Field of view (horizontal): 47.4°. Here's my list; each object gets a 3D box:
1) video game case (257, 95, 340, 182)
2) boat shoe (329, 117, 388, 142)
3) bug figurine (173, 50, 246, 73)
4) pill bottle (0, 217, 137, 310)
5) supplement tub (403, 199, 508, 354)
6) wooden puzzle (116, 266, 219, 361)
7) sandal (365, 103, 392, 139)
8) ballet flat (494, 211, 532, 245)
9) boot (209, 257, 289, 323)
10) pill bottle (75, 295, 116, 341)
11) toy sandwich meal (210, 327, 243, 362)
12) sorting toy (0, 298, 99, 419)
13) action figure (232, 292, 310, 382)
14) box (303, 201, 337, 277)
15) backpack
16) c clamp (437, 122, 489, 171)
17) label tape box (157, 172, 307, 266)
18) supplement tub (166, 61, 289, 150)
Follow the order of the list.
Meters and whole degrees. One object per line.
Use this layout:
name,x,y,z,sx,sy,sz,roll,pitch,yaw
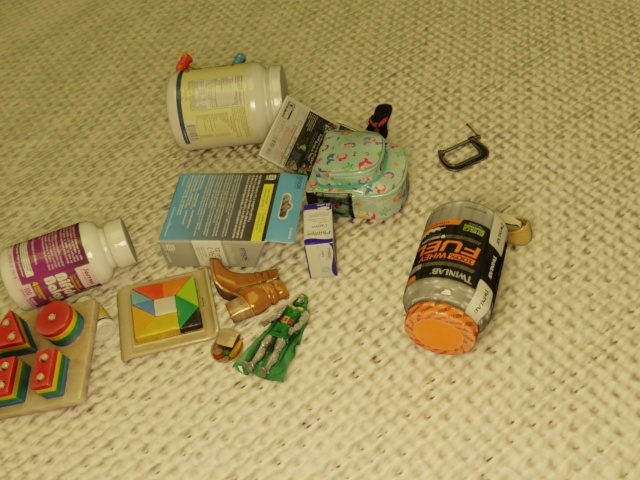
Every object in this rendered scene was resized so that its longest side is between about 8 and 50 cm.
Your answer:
video game case,-0.058,-0.275,1.999,0.173,0.022,0.190,27,78,-15
boat shoe,0.083,-0.282,2.053,0.219,0.077,0.070,22,54,25
bug figurine,-0.373,-0.549,2.385,0.279,0.072,0.216,2,49,12
pill bottle,-0.623,0.051,1.819,0.302,0.169,0.169,-20,48,-7
supplement tub,0.296,0.081,1.604,0.194,0.193,0.316,8,50,18
wooden puzzle,-0.373,0.169,1.750,0.239,0.044,0.221,-16,48,-4
sandal,0.169,-0.351,2.124,0.067,0.040,0.179,5,49,14
ballet flat,0.403,-0.048,1.783,0.232,0.073,0.080,12,51,21
boot,-0.175,0.098,1.762,0.152,0.073,0.197,-25,61,-11
pill bottle,-0.545,0.185,1.753,0.065,0.065,0.116,-34,50,-20
toy sandwich meal,-0.214,0.240,1.664,0.086,0.029,0.085,-5,47,6
sorting toy,-0.650,0.255,1.645,0.257,0.089,0.255,-13,53,13
action figure,-0.089,0.209,1.653,0.137,0.063,0.232,13,48,25
box,0.000,0.000,1.778,0.072,0.126,0.137,-6,47,4
backpack,0.104,-0.168,1.882,0.254,0.191,0.225,9,49,12
c clamp,0.388,-0.248,2.007,0.161,0.022,0.137,-29,55,-18
label tape box,-0.214,-0.055,1.881,0.348,0.115,0.249,2,49,8
supplement tub,-0.259,-0.389,2.108,0.325,0.235,0.235,-6,47,5
